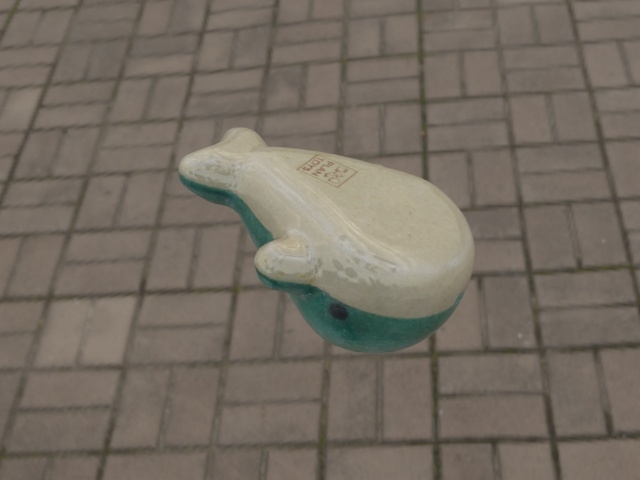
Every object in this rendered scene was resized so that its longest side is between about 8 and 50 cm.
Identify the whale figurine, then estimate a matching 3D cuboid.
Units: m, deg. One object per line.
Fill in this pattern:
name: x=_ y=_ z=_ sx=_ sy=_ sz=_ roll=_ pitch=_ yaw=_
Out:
whale figurine: x=0.000 y=0.000 z=0.949 sx=0.272 sy=0.141 sz=0.216 roll=28 pitch=36 yaw=15
